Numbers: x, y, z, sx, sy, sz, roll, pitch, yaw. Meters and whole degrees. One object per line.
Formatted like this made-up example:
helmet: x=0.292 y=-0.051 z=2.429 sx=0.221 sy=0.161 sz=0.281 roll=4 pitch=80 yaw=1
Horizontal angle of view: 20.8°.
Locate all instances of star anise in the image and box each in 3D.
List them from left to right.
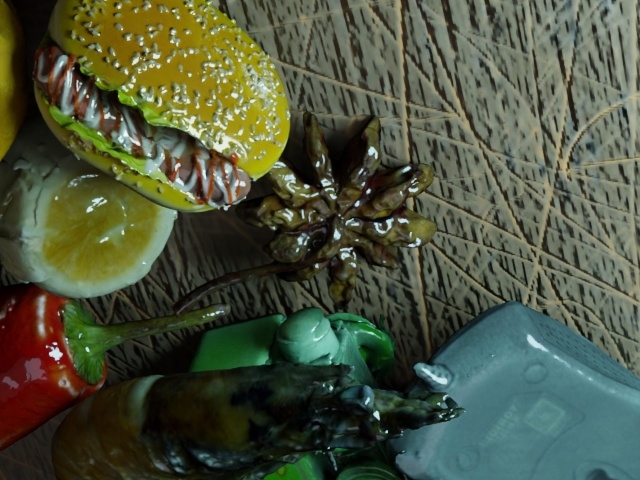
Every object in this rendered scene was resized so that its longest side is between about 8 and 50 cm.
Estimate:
star anise: x=-0.001 y=0.001 z=1.465 sx=0.177 sy=0.073 sz=0.234 roll=20 pitch=122 yaw=-15

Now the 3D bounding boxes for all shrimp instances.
shrimp: x=-0.043 y=0.204 z=1.476 sx=0.445 sy=0.085 sz=0.272 roll=-21 pitch=121 yaw=40

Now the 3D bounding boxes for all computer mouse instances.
computer mouse: x=0.210 y=0.177 z=1.525 sx=0.371 sy=0.122 sz=0.188 roll=32 pitch=103 yaw=-27

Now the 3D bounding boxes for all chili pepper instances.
chili pepper: x=-0.261 y=0.103 z=1.553 sx=0.338 sy=0.134 sz=0.131 roll=-25 pitch=108 yaw=27

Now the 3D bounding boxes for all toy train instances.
toy train: x=-0.006 y=0.172 z=1.571 sx=0.188 sy=0.132 sz=0.243 roll=-15 pitch=121 yaw=25

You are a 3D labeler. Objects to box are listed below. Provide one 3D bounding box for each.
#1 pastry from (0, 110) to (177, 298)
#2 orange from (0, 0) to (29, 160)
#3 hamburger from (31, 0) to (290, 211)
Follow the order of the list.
pastry: x=-0.196 y=-0.032 z=1.438 sx=0.165 sy=0.088 sz=0.166 roll=-15 pitch=119 yaw=-29
orange: x=-0.348 y=-0.132 z=1.310 sx=0.249 sy=0.183 sz=0.249 roll=0 pitch=90 yaw=9
hamburger: x=-0.121 y=-0.115 z=1.342 sx=0.210 sy=0.173 sz=0.116 roll=33 pitch=150 yaw=-15
